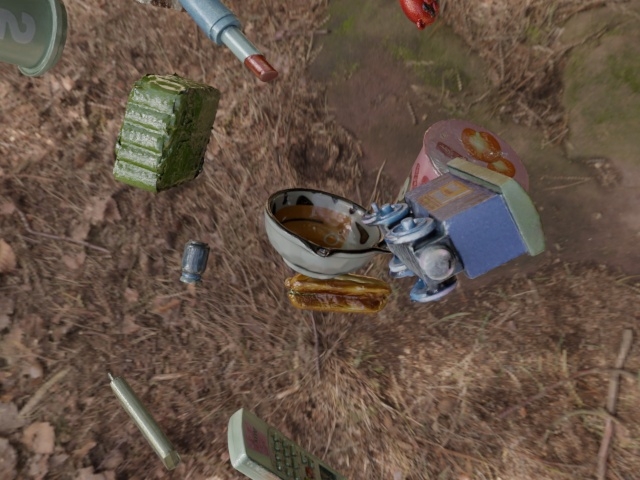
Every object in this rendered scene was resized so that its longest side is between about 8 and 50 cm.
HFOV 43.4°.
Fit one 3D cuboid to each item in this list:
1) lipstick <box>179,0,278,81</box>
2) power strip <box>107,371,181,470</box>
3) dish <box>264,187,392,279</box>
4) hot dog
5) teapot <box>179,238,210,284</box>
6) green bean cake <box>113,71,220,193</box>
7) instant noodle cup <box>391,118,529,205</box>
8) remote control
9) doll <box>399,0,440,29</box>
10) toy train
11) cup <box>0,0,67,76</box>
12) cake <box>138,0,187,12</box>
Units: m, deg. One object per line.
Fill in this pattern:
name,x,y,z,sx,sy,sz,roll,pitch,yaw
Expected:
lipstick,-0.180,-0.405,1.571,0.068,0.061,0.274,-34,71,-22
power strip,-0.391,0.384,1.755,0.034,0.092,0.268,-34,64,-21
dish,0.000,0.000,1.775,0.303,0.303,0.120,20,118,3
hot dog,0.042,0.113,1.839,0.250,0.068,0.100,6,121,-19
teapot,-0.247,0.039,1.540,0.064,0.049,0.083,15,94,30
green bean cake,-0.274,-0.194,1.448,0.113,0.214,0.200,21,103,8
instant noodle cup,0.278,-0.091,1.696,0.243,0.231,0.243,13,49,-16
remote control,-0.056,0.479,1.667,0.050,0.145,0.344,-40,119,15
doll,0.232,-0.603,1.945,0.085,0.183,0.217,-29,46,33
toy train,0.183,-0.016,1.160,0.202,0.299,0.131,-26,104,-1
cup,-0.401,-0.274,1.008,0.120,0.141,0.120,-4,84,45
cake,-0.368,-0.599,1.845,0.147,0.135,0.134,-11,121,-37
